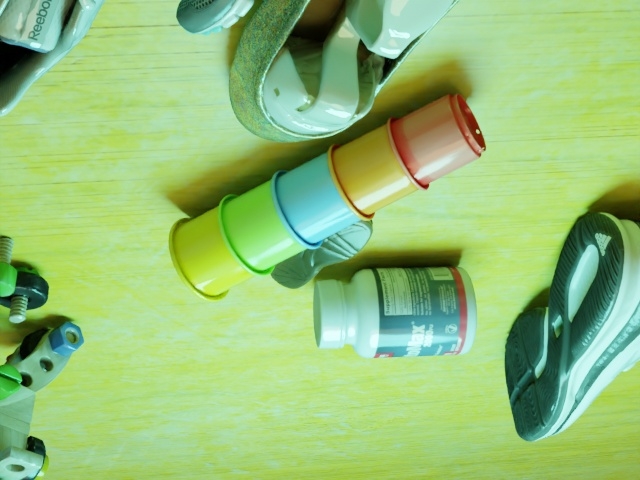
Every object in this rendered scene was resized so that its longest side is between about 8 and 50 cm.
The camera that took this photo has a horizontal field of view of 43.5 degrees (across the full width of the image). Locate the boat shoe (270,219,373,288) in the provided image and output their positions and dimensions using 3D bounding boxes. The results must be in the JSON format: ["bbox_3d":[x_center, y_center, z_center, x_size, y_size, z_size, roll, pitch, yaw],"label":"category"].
[{"bbox_3d":[0.000,0.000,0.863,0.056,0.049,0.152,37,135,-23],"label":"boat shoe"}]

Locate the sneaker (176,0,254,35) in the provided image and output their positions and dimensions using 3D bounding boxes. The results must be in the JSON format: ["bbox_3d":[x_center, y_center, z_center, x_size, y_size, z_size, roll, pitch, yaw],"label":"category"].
[{"bbox_3d":[-0.059,-0.209,0.524,0.076,0.065,0.166,21,129,-33],"label":"sneaker"}]

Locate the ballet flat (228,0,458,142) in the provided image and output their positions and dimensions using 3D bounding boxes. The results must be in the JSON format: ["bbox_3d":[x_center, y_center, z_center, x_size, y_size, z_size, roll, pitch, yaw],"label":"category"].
[{"bbox_3d":[0.026,-0.153,0.572,0.123,0.123,0.348,13,143,-27],"label":"ballet flat"}]

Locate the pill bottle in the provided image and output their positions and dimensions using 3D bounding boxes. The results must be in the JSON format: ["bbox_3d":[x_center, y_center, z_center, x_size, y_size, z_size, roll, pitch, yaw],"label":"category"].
[{"bbox_3d":[0.085,0.086,0.956,0.180,0.107,0.108,-1,147,-7],"label":"pill bottle"}]

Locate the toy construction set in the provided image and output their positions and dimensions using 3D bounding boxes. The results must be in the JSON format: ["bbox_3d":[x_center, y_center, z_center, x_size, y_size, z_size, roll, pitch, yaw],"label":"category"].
[{"bbox_3d":[-0.435,0.182,0.895,0.309,0.237,0.257,-11,147,8],"label":"toy construction set"}]

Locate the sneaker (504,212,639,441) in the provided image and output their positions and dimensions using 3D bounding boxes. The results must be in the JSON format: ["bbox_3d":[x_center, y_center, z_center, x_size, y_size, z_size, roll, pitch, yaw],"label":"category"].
[{"bbox_3d":[0.406,0.134,1.026,0.258,0.169,0.447,0,144,-6],"label":"sneaker"}]

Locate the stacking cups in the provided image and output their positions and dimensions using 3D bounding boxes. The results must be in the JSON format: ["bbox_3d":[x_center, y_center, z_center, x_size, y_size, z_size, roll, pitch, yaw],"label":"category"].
[{"bbox_3d":[0.004,-0.036,0.763,0.316,0.096,0.096,-23,143,25],"label":"stacking cups"}]

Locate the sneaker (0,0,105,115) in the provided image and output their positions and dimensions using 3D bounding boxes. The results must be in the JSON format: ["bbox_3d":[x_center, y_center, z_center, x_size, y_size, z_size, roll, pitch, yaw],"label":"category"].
[{"bbox_3d":[-0.148,-0.186,0.480,0.111,0.129,0.297,16,140,-29],"label":"sneaker"}]
